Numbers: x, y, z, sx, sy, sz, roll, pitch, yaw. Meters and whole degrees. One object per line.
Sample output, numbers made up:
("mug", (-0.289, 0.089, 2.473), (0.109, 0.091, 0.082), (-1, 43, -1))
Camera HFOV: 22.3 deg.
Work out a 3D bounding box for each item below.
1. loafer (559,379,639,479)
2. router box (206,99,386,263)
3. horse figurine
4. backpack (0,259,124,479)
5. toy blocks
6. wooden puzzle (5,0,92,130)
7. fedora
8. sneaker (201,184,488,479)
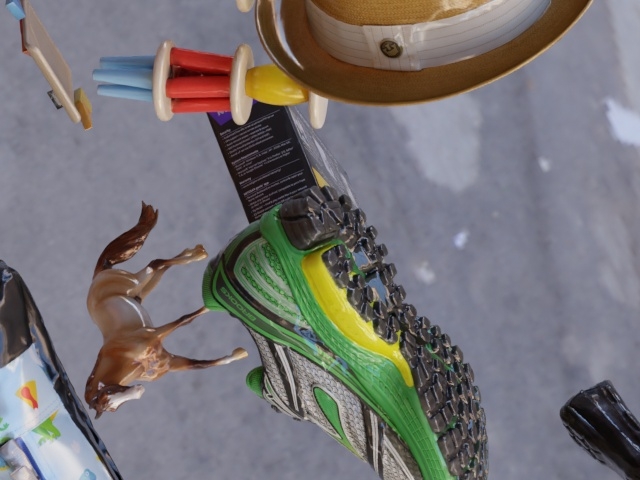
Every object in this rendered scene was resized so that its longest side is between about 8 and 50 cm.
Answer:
("loafer", (0.332, 0.215, 1.632), (0.223, 0.078, 0.076), (43, -9, 45))
("router box", (0.000, 0.000, 1.675), (0.309, 0.081, 0.242), (48, 18, -67))
("horse figurine", (-0.191, 0.077, 1.769), (0.066, 0.175, 0.263), (74, -7, -48))
("backpack", (-0.245, 0.227, 1.196), (0.273, 0.290, 0.355), (-47, 110, -31))
("toy blocks", (-0.069, -0.135, 1.027), (0.054, 0.148, 0.123), (-52, 145, -77))
("wooden puzzle", (-0.178, -0.116, 1.055), (0.078, 0.014, 0.116), (-112, 176, -57))
("fedora", (0.049, -0.155, 0.846), (0.079, 0.194, 0.194), (66, 22, -44))
("sneaker", (0.031, 0.116, 1.371), (0.343, 0.146, 0.134), (57, 27, -17))
